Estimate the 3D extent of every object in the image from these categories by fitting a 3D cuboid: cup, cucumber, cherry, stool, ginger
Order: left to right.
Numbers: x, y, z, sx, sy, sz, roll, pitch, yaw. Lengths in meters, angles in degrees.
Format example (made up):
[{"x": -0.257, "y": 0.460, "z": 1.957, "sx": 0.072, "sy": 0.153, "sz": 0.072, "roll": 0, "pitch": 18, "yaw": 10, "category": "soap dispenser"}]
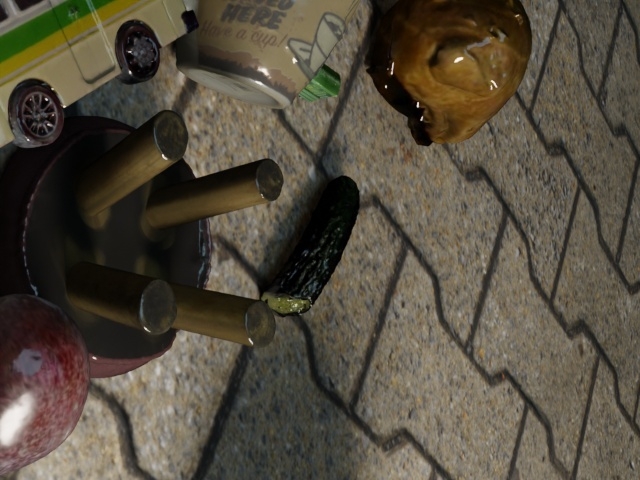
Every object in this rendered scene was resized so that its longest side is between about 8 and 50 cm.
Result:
[{"x": -0.275, "y": 0.126, "z": 0.986, "sx": 0.176, "sy": 0.176, "sz": 0.140, "roll": -7, "pitch": 62, "yaw": -55, "category": "cherry"}, {"x": -0.170, "y": 0.002, "z": 1.125, "sx": 0.272, "sy": 0.179, "sz": 0.272, "roll": 9, "pitch": 79, "yaw": -54, "category": "stool"}, {"x": -0.087, "y": -0.302, "z": 1.253, "sx": 0.301, "sy": 0.227, "sz": 0.257, "roll": 23, "pitch": 82, "yaw": -31, "category": "cup"}, {"x": 0.002, "y": 0.002, "z": 1.470, "sx": 0.067, "sy": 0.067, "sz": 0.245, "roll": 59, "pitch": 45, "yaw": -34, "category": "cucumber"}, {"x": 0.210, "y": -0.270, "z": 1.659, "sx": 0.269, "sy": 0.223, "sz": 0.200, "roll": 41, "pitch": 52, "yaw": -43, "category": "ginger"}]

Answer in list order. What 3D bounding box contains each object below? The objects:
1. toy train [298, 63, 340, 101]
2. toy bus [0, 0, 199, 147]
[{"x": -0.016, "y": -0.213, "z": 1.465, "sx": 0.093, "sy": 0.056, "sz": 0.038, "roll": 27, "pitch": 64, "yaw": -52, "category": "toy train"}, {"x": -0.269, "y": -0.198, "z": 1.031, "sx": 0.305, "sy": 0.143, "sz": 0.179, "roll": -44, "pitch": 120, "yaw": -45, "category": "toy bus"}]
